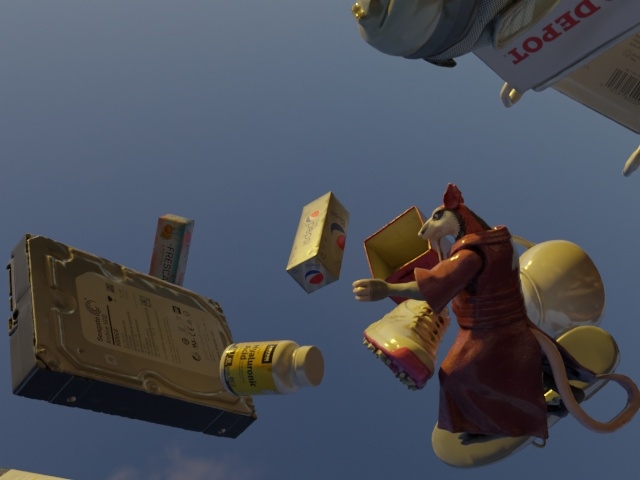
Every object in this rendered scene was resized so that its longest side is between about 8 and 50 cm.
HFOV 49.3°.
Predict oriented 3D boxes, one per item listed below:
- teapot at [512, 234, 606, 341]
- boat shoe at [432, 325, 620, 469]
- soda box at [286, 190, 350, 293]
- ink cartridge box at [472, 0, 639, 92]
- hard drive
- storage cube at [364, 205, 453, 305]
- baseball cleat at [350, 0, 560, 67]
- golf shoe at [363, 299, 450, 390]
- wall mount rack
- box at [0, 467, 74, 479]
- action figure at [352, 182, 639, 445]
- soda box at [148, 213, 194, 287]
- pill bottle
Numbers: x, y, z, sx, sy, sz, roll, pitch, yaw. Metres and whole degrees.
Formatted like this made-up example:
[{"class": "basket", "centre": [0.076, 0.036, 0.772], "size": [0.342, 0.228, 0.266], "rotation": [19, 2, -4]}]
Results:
[{"class": "teapot", "centre": [0.505, 0.121, 1.594], "size": [0.187, 0.252, 0.256], "rotation": [-12, -169, -13]}, {"class": "boat shoe", "centre": [0.375, 0.292, 1.253], "size": [0.156, 0.367, 0.135], "rotation": [37, -164, -54]}, {"class": "soda box", "centre": [0.000, 0.000, 1.752], "size": [0.091, 0.098, 0.286], "rotation": [49, -152, -24]}, {"class": "ink cartridge box", "centre": [0.167, -0.360, 0.622], "size": [0.395, 0.285, 0.166], "rotation": [36, -122, -17]}, {"class": "hard drive", "centre": [-0.253, 0.135, 0.957], "size": [0.339, 0.064, 0.236], "rotation": [26, -154, -40]}, {"class": "storage cube", "centre": [0.258, 0.061, 1.885], "size": [0.193, 0.184, 0.215], "rotation": [41, -157, -32]}, {"class": "baseball cleat", "centre": [0.095, -0.175, 0.328], "size": [0.110, 0.206, 0.072], "rotation": [5, -131, -33]}, {"class": "golf shoe", "centre": [0.144, 0.143, 1.089], "size": [0.115, 0.140, 0.306], "rotation": [46, 180, -1]}, {"class": "wall mount rack", "centre": [0.421, -0.272, 0.959], "size": [0.350, 0.304, 0.130], "rotation": [36, -169, 18]}, {"class": "box", "centre": [-0.448, 0.416, 1.075], "size": [0.244, 0.060, 0.100], "rotation": [-3, -164, 30]}, {"class": "action figure", "centre": [0.232, 0.098, 0.956], "size": [0.248, 0.276, 0.369], "rotation": [-22, -79, -40]}, {"class": "soda box", "centre": [-0.317, 0.039, 1.464], "size": [0.063, 0.183, 0.058], "rotation": [15, -167, 7]}, {"class": "pill bottle", "centre": [-0.057, 0.153, 0.836], "size": [0.065, 0.116, 0.065], "rotation": [26, -119, -58]}]
